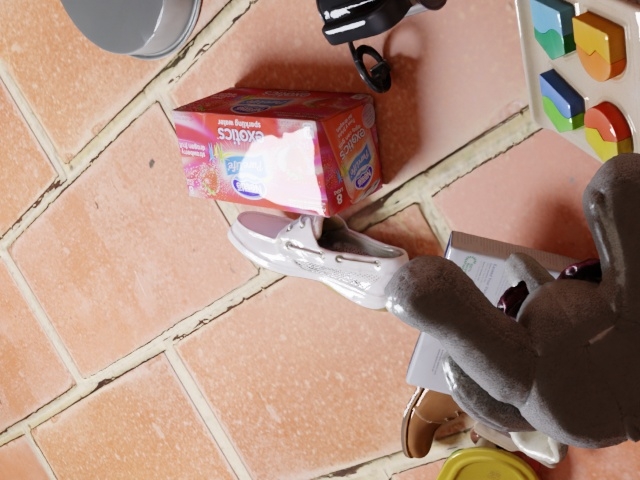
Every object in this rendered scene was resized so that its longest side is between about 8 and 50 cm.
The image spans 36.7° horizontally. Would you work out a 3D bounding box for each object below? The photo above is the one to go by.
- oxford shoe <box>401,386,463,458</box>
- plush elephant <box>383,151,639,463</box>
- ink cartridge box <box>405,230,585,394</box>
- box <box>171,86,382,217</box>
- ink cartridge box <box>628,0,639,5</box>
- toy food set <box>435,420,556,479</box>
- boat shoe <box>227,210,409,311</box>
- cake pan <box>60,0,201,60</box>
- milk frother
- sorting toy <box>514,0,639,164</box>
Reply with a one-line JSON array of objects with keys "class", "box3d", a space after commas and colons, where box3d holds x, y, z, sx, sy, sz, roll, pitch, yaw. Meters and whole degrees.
[{"class": "oxford shoe", "box3d": [0.159, 0.221, 1.288, 0.076, 0.076, 0.212, 25, 127, 19]}, {"class": "plush elephant", "box3d": [0.258, 0.097, 0.973, 0.271, 0.255, 0.330, -35, 90, 4]}, {"class": "ink cartridge box", "box3d": [0.235, 0.109, 1.152, 0.223, 0.045, 0.223, 15, 126, 3]}, {"class": "box", "box3d": [-0.058, -0.121, 1.262, 0.256, 0.122, 0.128, 10, 119, 38]}, {"class": "ink cartridge box", "box3d": [0.370, -0.242, 0.839, 0.219, 0.092, 0.160, -17, 100, 45]}, {"class": "toy food set", "box3d": [0.227, 0.301, 1.278, 0.128, 0.071, 0.218, 22, 131, 3]}, {"class": "boat shoe", "box3d": [0.000, 0.000, 1.300, 0.277, 0.098, 0.096, 20, 124, 22]}, {"class": "cake pan", "box3d": [-0.290, -0.396, 1.376, 0.293, 0.054, 0.293, 20, 123, 33]}, {"class": "milk frother", "box3d": [0.083, -0.252, 1.103, 0.134, 0.129, 0.143, -6, 150, 44]}, {"class": "sorting toy", "box3d": [0.258, -0.157, 0.939, 0.208, 0.038, 0.193, 45, 157, 53]}]
